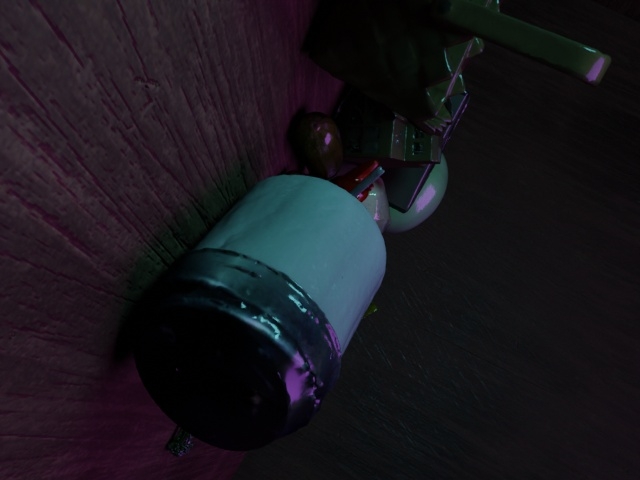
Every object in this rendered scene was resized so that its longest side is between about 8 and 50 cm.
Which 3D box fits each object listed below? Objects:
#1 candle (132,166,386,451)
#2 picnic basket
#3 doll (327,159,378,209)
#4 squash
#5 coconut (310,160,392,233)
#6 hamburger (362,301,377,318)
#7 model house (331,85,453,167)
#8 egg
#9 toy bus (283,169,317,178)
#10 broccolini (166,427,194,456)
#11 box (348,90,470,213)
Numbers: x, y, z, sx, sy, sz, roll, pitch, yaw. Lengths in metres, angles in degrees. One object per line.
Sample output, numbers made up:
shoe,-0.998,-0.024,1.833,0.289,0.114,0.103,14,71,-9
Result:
candle,-0.048,0.056,0.783,0.342,0.221,0.221,-54,170,-49
picnic basket,0.182,-0.267,0.793,0.291,0.320,0.254,-66,168,19
doll,0.016,-0.069,1.091,0.057,0.169,0.109,47,45,-38
squash,0.000,-0.135,0.992,0.066,0.066,0.229,-61,174,-4
coconut,0.048,-0.056,1.212,0.161,0.162,0.161,-59,171,-15
hamburger,-0.030,0.119,1.248,0.261,0.139,0.243,-41,-157,-4
model house,0.134,-0.253,1.130,0.180,0.176,0.248,-2,95,-60
egg,0.209,-0.146,1.733,0.270,0.220,0.220,-53,172,-4
toy bus,-0.045,0.011,1.049,0.265,0.121,0.120,109,3,-52
broccolini,-0.224,0.293,1.205,0.044,0.042,0.218,-23,135,-76
box,0.156,-0.211,1.313,0.252,0.188,0.153,-66,169,18
